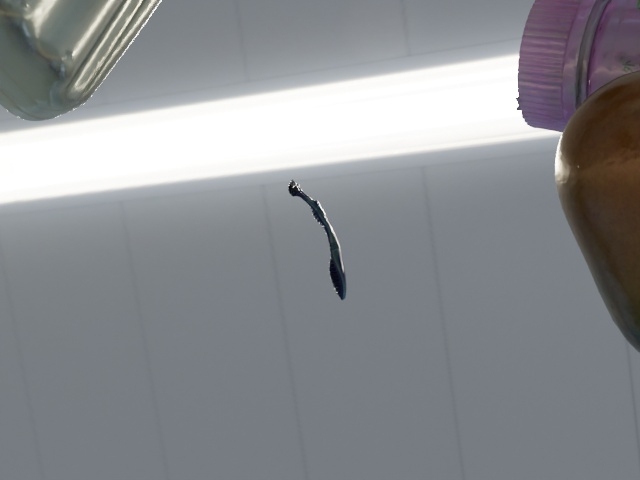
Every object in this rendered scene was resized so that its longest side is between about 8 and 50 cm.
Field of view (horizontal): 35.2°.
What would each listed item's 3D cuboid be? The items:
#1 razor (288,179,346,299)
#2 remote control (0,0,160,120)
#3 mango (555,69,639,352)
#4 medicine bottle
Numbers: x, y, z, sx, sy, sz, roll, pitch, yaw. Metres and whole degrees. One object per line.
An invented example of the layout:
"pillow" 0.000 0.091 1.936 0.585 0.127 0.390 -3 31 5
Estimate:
"razor" 0.004 -0.002 1.189 0.028 0.044 0.154 -24 -82 7
"remote control" -0.094 -0.157 0.464 0.049 0.230 0.090 -11 -46 36
"mango" 0.300 -0.020 0.832 0.176 0.139 0.254 -20 -77 34
"medicine bottle" 0.378 -0.185 1.094 0.291 0.178 0.178 14 -75 30
